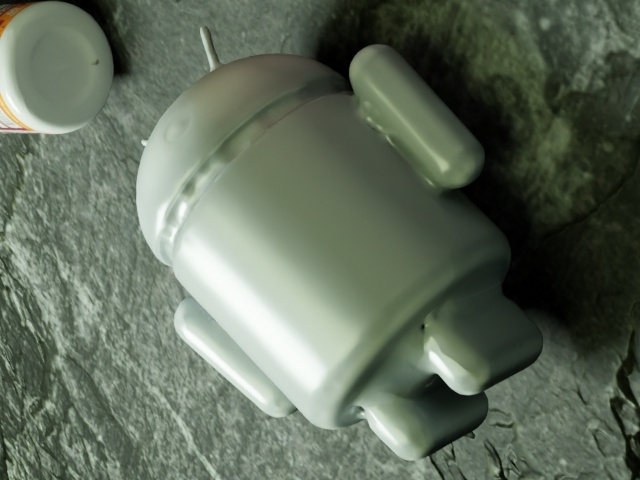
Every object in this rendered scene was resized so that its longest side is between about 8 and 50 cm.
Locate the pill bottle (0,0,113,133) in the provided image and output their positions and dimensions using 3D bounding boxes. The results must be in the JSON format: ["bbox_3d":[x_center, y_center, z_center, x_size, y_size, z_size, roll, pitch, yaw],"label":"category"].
[{"bbox_3d":[-0.303,-0.162,1.532,0.221,0.121,0.121,6,120,48],"label":"pill bottle"}]

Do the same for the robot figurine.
[{"bbox_3d":[0.000,0.000,1.218,0.353,0.200,0.300,46,116,16],"label":"robot figurine"}]
